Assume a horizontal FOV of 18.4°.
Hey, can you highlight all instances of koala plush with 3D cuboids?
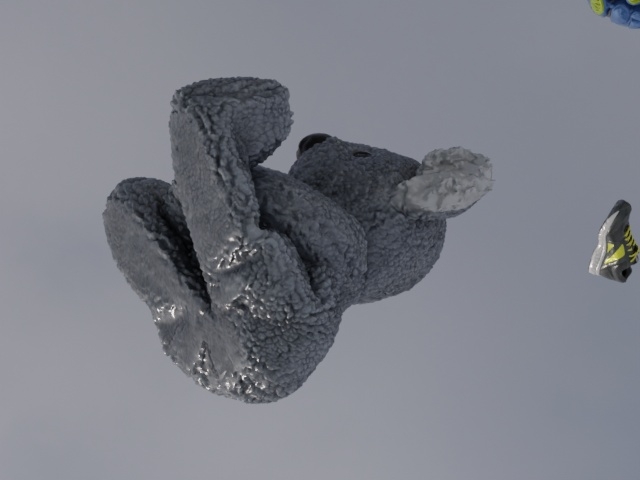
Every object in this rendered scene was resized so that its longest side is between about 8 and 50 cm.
[{"bbox_3d":[0.000,0.000,1.369,0.221,0.203,0.196,-13,-21,-35],"label":"koala plush"}]

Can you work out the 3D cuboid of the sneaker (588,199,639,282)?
[{"bbox_3d":[0.238,0.001,1.562,0.031,0.035,0.083,-53,-18,-36],"label":"sneaker"}]

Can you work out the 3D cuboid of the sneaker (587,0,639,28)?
[{"bbox_3d":[0.241,-0.215,1.296,0.188,0.067,0.078,-60,2,35],"label":"sneaker"}]
